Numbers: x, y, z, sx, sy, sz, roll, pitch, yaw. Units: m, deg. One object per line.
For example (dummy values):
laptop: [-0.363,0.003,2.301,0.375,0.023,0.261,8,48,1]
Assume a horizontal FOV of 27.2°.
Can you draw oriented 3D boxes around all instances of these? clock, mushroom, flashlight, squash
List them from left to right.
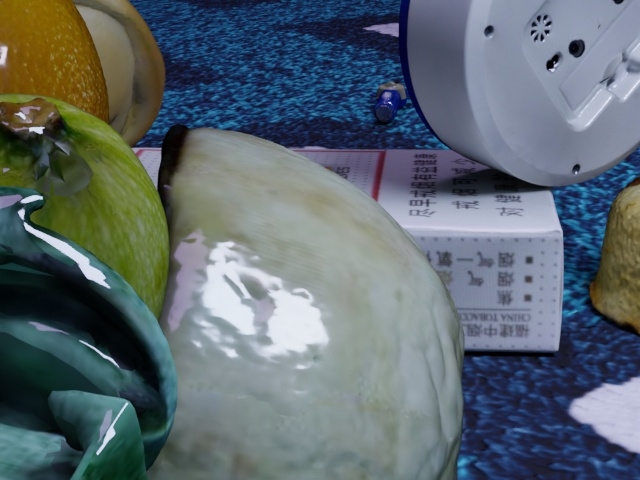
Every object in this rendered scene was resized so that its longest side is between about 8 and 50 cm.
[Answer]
squash: [-0.131,0.036,0.496,0.132,0.132,0.247,-15,-19,-35]
mushroom: [-0.013,0.058,0.629,0.164,0.190,0.267,12,15,-5]
flashlight: [0.080,-0.165,1.555,0.057,0.035,0.121,2,18,9]
clock: [0.164,-0.153,0.904,0.230,0.230,0.083,-13,30,-33]

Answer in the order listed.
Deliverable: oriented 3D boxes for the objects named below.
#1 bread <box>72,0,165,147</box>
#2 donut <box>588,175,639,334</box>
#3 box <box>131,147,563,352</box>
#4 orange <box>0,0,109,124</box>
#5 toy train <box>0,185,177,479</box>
bread: [-0.299,-0.195,1.255,0.270,0.211,0.315,4,-19,27]
donut: [0.267,0.001,0.943,0.141,0.085,0.217,5,21,18]
box: [0.000,-0.001,0.955,0.330,0.095,0.210,2,18,4]
orange: [-0.284,-0.088,0.953,0.274,0.274,0.274,-1,18,0]
toy train: [-0.153,0.115,0.367,0.299,0.238,0.167,6,30,18]
